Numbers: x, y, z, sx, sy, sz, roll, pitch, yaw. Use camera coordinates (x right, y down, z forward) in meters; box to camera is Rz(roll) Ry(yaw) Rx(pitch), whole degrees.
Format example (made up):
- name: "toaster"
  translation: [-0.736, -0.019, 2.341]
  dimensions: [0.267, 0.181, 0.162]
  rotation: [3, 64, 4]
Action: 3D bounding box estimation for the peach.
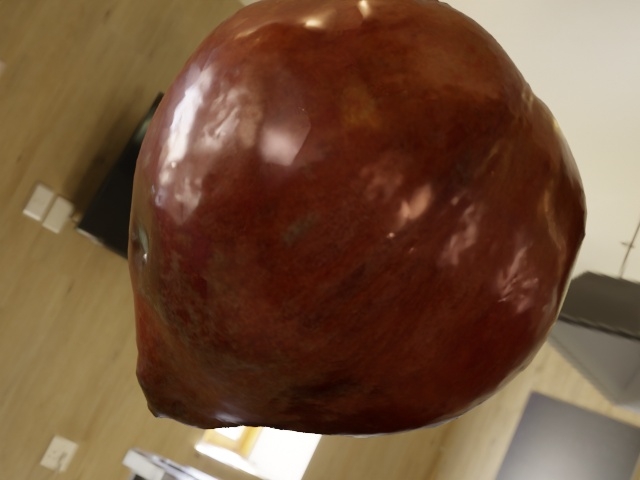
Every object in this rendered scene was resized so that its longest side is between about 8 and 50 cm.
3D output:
- name: "peach"
  translation: [0.000, 0.000, 0.450]
  dimensions: [0.232, 0.257, 0.232]
  rotation: [43, -7, 7]
